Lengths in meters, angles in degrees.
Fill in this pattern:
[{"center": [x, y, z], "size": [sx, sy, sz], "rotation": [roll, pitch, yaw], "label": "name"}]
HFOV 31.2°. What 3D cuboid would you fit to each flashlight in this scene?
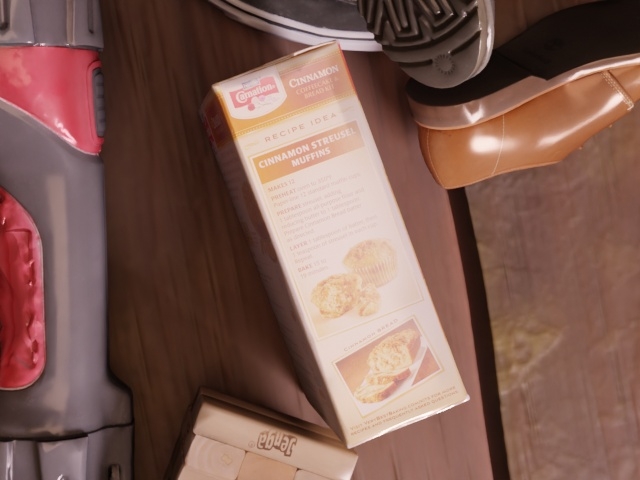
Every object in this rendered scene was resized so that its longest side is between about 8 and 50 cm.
[{"center": [-0.163, 0.005, 0.614], "size": [0.103, 0.103, 0.304], "rotation": [-5, 98, -45], "label": "flashlight"}]

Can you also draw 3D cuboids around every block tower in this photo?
[{"center": [-0.078, 0.254, 0.634], "size": [0.097, 0.091, 0.335], "rotation": [20, 90, -7], "label": "block tower"}]

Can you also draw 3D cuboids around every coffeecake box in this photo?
[{"center": [0.000, 0.000, 0.610], "size": [0.068, 0.142, 0.185], "rotation": [-21, 95, -7], "label": "coffeecake box"}]

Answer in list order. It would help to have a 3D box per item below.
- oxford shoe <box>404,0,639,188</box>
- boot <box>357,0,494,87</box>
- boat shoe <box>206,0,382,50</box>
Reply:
[{"center": [0.152, -0.089, 0.677], "size": [0.212, 0.076, 0.076], "rotation": [-20, 124, -9], "label": "oxford shoe"}, {"center": [0.090, -0.195, 0.611], "size": [0.208, 0.076, 0.189], "rotation": [-29, 101, -46], "label": "boot"}, {"center": [-0.063, -0.199, 0.606], "size": [0.335, 0.119, 0.121], "rotation": [24, 88, -9], "label": "boat shoe"}]
